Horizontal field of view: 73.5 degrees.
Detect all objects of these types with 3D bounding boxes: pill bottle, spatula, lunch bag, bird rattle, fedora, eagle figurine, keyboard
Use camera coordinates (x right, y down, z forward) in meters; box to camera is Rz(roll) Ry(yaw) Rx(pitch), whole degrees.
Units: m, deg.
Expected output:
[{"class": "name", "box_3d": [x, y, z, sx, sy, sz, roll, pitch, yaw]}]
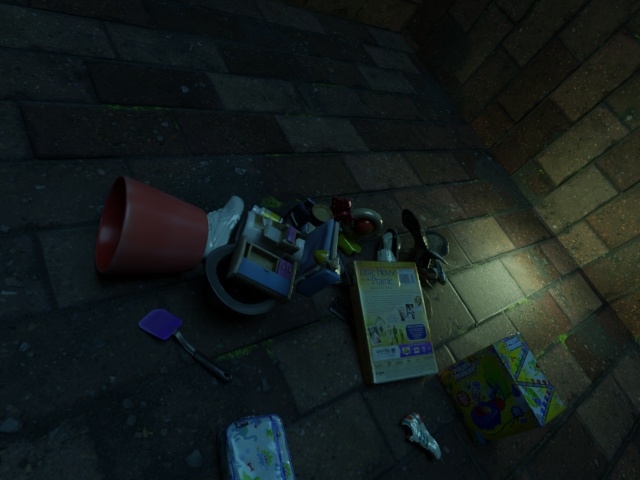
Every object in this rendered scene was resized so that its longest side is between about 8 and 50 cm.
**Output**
[{"class": "pill bottle", "box_3d": [-0.168, -0.003, 1.485, 0.229, 0.131, 0.131, 21, 47, -20]}, {"class": "spatula", "box_3d": [-0.362, 0.293, 1.186, 0.296, 0.030, 0.084, 40, 41, -2]}, {"class": "lunch bag", "box_3d": [-0.158, 0.559, 1.079, 0.176, 0.090, 0.219, 6, 55, -35]}, {"class": "bird rattle", "box_3d": [0.139, -0.074, 1.678, 0.206, 0.254, 0.143, -4, 43, 9]}, {"class": "fedora", "box_3d": [-0.252, 0.137, 1.318, 0.244, 0.124, 0.275, 54, 36, 10]}, {"class": "pill bottle", "box_3d": [-0.202, -0.082, 1.572, 0.116, 0.065, 0.065, 30, 44, -11]}, {"class": "eagle figurine", "box_3d": [0.436, 0.018, 1.839, 0.225, 0.226, 0.299, 11, 62, 13]}, {"class": "keyboard", "box_3d": [0.128, 0.264, 1.551, 0.192, 0.038, 0.100, 37, 43, -6]}]

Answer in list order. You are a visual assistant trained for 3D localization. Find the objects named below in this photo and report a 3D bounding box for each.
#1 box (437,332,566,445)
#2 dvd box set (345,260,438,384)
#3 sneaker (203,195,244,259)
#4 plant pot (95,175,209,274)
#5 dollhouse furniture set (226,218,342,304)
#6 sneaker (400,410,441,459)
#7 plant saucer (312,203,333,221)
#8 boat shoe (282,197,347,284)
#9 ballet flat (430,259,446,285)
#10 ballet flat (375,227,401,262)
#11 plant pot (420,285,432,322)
[{"class": "box", "box_3d": [0.621, 0.523, 1.509, 0.176, 0.290, 0.279, -7, 60, -38]}, {"class": "dvd box set", "box_3d": [0.256, 0.281, 1.539, 0.307, 0.062, 0.421, 3, 70, -33]}, {"class": "sneaker", "box_3d": [-0.342, -0.055, 1.427, 0.129, 0.111, 0.297, 25, 44, -9]}, {"class": "plant pot", "box_3d": [-0.469, -0.024, 1.214, 0.243, 0.275, 0.275, 13, 50, -38]}, {"class": "dollhouse furniture set", "box_3d": [-0.085, -0.001, 1.229, 0.198, 0.303, 0.287, 31, 47, -27]}, {"class": "sneaker", "box_3d": [0.318, 0.640, 1.382, 0.075, 0.057, 0.161, -23, 72, -26]}, {"class": "plant saucer", "box_3d": [0.006, -0.094, 1.534, 0.083, 0.015, 0.084, 16, 47, -18]}, {"class": "boat shoe", "box_3d": [0.000, 0.000, 1.581, 0.340, 0.158, 0.127, 47, 44, 7]}, {"class": "ballet flat", "box_3d": [0.512, 0.120, 1.929, 0.070, 0.070, 0.189, 15, 47, -25]}, {"class": "ballet flat", "box_3d": [0.269, 0.057, 1.756, 0.316, 0.107, 0.106, -73, 152, -51]}, {"class": "plant pot", "box_3d": [0.346, 0.246, 1.724, 0.236, 0.032, 0.237, 18, 49, -22]}]
